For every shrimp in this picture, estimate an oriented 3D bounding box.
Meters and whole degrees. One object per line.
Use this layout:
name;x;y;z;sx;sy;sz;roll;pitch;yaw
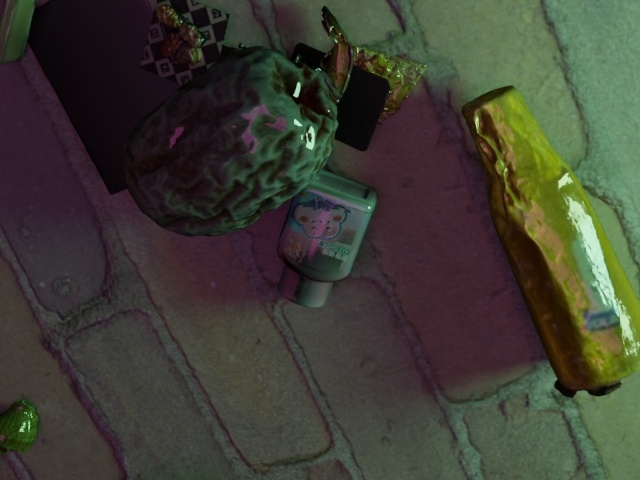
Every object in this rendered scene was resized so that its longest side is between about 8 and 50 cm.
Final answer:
shrimp;-0.042;-0.275;1.440;0.195;0.035;0.148;28;115;4

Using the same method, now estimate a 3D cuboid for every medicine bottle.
medicine bottle;0.000;0.000;1.501;0.119;0.094;0.188;20;110;1

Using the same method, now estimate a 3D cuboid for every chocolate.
chocolate;0.317;0.000;1.419;0.162;0.162;0.446;-24;102;16

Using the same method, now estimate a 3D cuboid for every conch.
conch;-0.527;0.326;1.720;0.089;0.074;0.121;38;92;-32

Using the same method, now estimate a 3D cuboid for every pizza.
pizza;0.098;-0.235;1.444;0.108;0.026;0.123;-19;104;12

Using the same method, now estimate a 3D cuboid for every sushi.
sushi;-0.202;-0.283;1.457;0.120;0.026;0.126;22;111;11

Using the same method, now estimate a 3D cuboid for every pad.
pad;-0.304;-0.238;1.518;0.202;0.005;0.300;-23;104;16
pad;0.016;-0.207;1.459;0.157;0.003;0.112;26;111;15

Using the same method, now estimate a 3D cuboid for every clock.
clock;-0.520;-0.357;1.473;0.191;0.071;0.147;23;111;4

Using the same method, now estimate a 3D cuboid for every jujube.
jujube;-0.123;-0.128;1.396;0.317;0.226;0.226;-30;102;28
